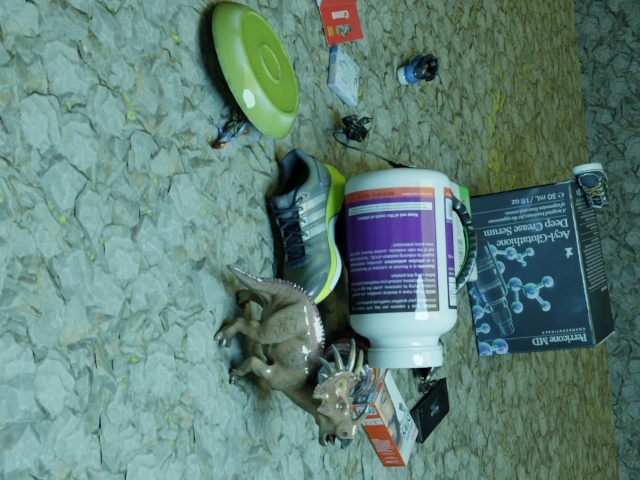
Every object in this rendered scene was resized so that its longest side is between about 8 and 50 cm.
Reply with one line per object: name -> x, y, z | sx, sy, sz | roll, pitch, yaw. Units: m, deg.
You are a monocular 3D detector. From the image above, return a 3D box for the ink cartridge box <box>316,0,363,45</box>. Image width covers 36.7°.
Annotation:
ink cartridge box -> 0.045, -0.512, 1.922 | 0.181, 0.056, 0.225 | -30, 107, -59

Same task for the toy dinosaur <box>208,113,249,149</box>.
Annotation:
toy dinosaur -> -0.137, -0.164, 1.515 | 0.082, 0.047, 0.090 | -60, 146, -23

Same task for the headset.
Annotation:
headset -> 0.135, -0.055, 1.806 | 0.185, 0.243, 0.394 | 38, 26, -83

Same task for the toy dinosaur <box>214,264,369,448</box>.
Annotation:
toy dinosaur -> -0.034, 0.152, 1.443 | 0.127, 0.200, 0.296 | -37, 113, -58

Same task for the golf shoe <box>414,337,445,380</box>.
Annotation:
golf shoe -> 0.204, 0.197, 1.980 | 0.198, 0.077, 0.094 | 66, 33, -22

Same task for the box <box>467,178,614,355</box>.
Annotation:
box -> 0.525, 0.064, 2.365 | 0.212, 0.293, 0.396 | -12, 92, -60

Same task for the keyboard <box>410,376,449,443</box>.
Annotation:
keyboard -> 0.232, 0.345, 2.044 | 0.180, 0.023, 0.108 | -30, 115, -60

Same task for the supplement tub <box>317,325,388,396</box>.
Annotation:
supplement tub -> 0.068, 0.208, 1.705 | 0.198, 0.106, 0.106 | -33, 110, -58

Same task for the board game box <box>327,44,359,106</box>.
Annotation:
board game box -> 0.046, -0.324, 1.903 | 0.090, 0.020, 0.090 | 37, 51, -52

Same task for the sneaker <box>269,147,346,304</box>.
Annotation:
sneaker -> -0.037, -0.020, 1.604 | 0.121, 0.111, 0.300 | 37, 43, -41

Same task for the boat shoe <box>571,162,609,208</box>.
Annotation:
boat shoe -> 0.638, -0.126, 2.250 | 0.183, 0.065, 0.083 | 14, 66, -59

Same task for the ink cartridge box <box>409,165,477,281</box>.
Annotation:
ink cartridge box -> 0.212, -0.023, 2.007 | 0.289, 0.121, 0.211 | 14, 70, -59

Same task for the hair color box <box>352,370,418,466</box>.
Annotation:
hair color box -> 0.124, 0.337, 1.823 | 0.167, 0.053, 0.093 | 62, 35, -28

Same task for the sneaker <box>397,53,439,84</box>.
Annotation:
sneaker -> 0.238, -0.395, 2.197 | 0.152, 0.084, 0.058 | -38, 115, -58

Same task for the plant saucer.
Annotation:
plant saucer -> -0.095, -0.283, 1.573 | 0.241, 0.037, 0.241 | 49, 30, -41

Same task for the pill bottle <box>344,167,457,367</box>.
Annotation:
pill bottle -> 0.134, 0.048, 1.611 | 0.181, 0.181, 0.323 | 8, 79, -60
